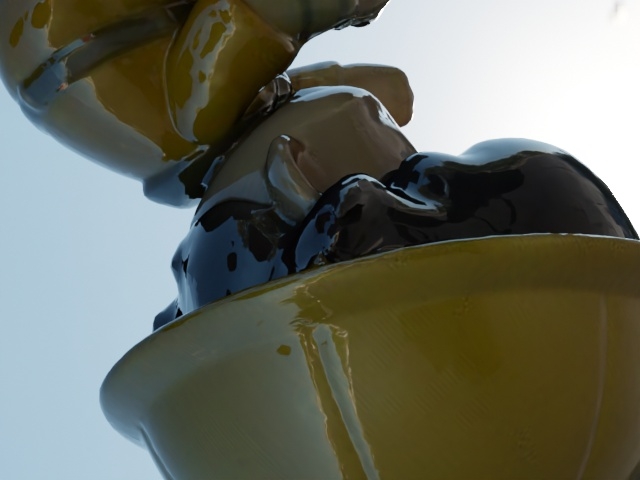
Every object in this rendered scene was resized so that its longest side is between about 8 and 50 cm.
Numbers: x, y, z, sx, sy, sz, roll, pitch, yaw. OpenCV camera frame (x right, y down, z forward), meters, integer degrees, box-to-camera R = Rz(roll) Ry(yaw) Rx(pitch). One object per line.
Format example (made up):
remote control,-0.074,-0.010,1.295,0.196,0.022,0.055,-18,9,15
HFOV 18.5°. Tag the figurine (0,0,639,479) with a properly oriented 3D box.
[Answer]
figurine,-0.004,0.004,0.621,0.167,0.257,0.192,-43,-17,2
